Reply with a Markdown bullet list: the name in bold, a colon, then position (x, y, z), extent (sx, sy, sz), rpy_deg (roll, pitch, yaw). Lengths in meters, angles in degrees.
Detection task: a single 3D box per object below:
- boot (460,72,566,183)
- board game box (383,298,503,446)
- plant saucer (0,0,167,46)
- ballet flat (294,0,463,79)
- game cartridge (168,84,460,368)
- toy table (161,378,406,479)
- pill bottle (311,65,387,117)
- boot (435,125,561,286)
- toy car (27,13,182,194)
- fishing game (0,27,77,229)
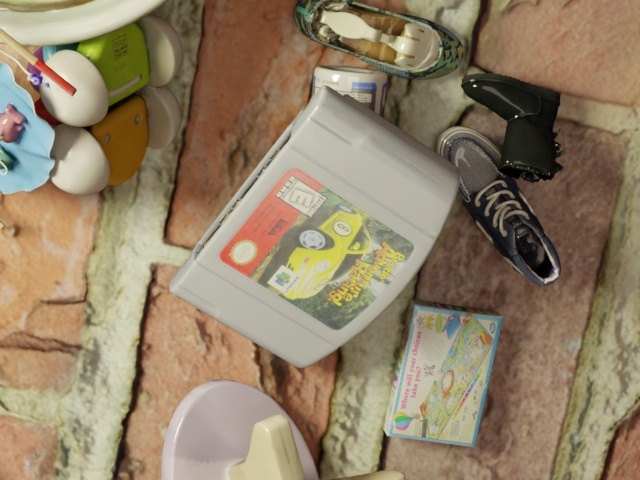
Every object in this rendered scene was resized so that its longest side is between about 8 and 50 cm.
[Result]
- **boot**: position (0.202, -0.118, 1.504), extent (0.121, 0.045, 0.099), rpy_deg (12, 74, -17)
- **board game box**: position (0.136, 0.148, 1.581), extent (0.103, 0.026, 0.154), rpy_deg (9, 101, -11)
- **plant saucer**: position (-0.263, -0.380, 1.339), extent (0.400, 0.100, 0.401), rpy_deg (0, 92, -2)
- **ballet flat**: position (0.064, -0.208, 1.470), extent (0.188, 0.070, 0.070), rpy_deg (12, 101, -12)
- **game cartridge**: position (0.000, 0.000, 1.457), extent (0.196, 0.060, 0.294), rpy_deg (29, 121, -17)
- **toy table**: position (-0.051, 0.288, 1.487), extent (0.252, 0.161, 0.274), rpy_deg (-35, 109, -23)
- **pill bottle**: position (0.026, -0.110, 1.479), extent (0.078, 0.078, 0.137), rpy_deg (4, 102, -10)
- **boot**: position (0.195, -0.038, 1.517), extent (0.069, 0.086, 0.190), rpy_deg (-38, 106, 1)
- **toy car**: position (-0.227, -0.147, 1.404), extent (0.136, 0.159, 0.182), rpy_deg (27, 133, 25)
- **fishing game**: position (-0.336, -0.115, 1.349), extent (0.189, 0.264, 0.041), rpy_deg (40, 50, -6)
